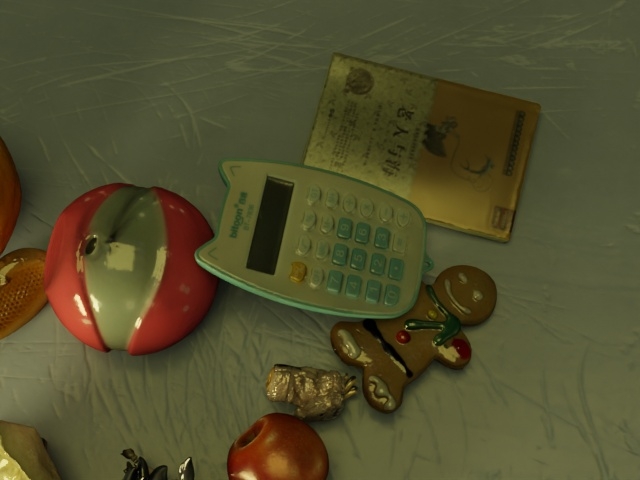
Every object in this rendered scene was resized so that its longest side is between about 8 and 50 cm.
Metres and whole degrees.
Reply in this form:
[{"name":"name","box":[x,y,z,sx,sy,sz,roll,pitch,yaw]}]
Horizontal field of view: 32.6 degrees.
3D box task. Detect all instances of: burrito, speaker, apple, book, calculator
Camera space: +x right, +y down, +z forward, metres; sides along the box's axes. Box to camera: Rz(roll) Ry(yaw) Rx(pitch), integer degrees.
[{"name":"burrito","box":[-0.452,0.442,1.721,0.135,0.190,0.332,-14,68,-47]},{"name":"speaker","box":[-0.308,0.046,1.834,0.294,0.294,0.294,-1,71,4]},{"name":"apple","box":[-0.070,0.349,1.716,0.163,0.163,0.139,-37,92,-8]},{"name":"book","box":[0.172,-0.167,1.925,0.388,0.032,0.269,14,75,3]},{"name":"calculator","box":[0.000,0.000,1.807,0.386,0.054,0.256,13,61,-3]}]

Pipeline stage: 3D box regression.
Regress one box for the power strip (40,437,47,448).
[{"name":"power strip","box":[-0.517,0.357,1.816,0.123,0.032,0.056,-2,70,4]}]

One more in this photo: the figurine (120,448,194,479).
[{"name":"figurine","box":[-0.227,0.449,1.694,0.265,0.175,0.197,14,64,17]}]

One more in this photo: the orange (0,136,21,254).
[{"name":"orange","box":[-0.663,-0.067,1.812,0.340,0.341,0.293,-34,60,-7]}]

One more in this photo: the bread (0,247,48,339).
[{"name":"bread","box":[-0.531,0.090,1.879,0.189,0.114,0.077,-46,35,-11]}]

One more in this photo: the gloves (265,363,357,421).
[{"name":"gloves","box":[-0.018,0.247,1.776,0.144,0.110,0.094,14,75,10]}]

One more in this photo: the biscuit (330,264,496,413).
[{"name":"biscuit","box":[0.166,0.138,1.806,0.301,0.049,0.197,-31,72,-19]}]
